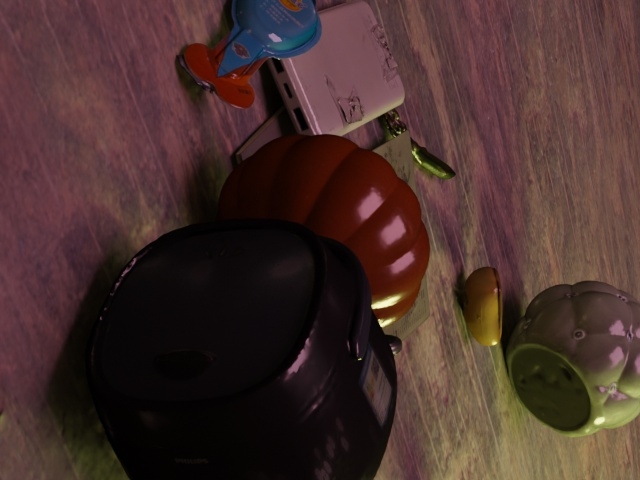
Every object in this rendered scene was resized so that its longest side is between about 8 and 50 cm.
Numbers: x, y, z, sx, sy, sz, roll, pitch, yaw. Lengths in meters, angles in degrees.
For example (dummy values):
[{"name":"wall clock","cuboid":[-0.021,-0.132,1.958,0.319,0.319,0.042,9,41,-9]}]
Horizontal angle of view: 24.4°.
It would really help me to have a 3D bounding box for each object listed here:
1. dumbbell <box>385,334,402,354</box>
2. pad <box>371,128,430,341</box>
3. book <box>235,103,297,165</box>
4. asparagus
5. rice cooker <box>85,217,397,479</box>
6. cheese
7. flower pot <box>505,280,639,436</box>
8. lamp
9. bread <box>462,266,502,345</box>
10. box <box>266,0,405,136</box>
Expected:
[{"name":"dumbbell","cuboid":[0.051,0.071,1.726,0.081,0.081,0.254,-24,108,-64]},{"name":"pad","cuboid":[0.100,0.002,1.899,0.159,0.009,0.265,-35,122,-57]},{"name":"book","cuboid":[-0.041,-0.073,1.624,0.181,0.014,0.127,-53,133,-55]},{"name":"asparagus","cuboid":[0.127,-0.127,1.982,0.236,0.027,0.034,37,73,-57]},{"name":"rice cooker","cuboid":[-0.061,0.122,1.282,0.224,0.267,0.267,64,33,-42]},{"name":"cheese","cuboid":[-0.066,-0.213,1.533,0.106,0.037,0.256,42,40,-6]},{"name":"flower pot","cuboid":[0.419,0.183,2.331,0.195,0.246,0.246,-35,121,-33]},{"name":"lamp","cuboid":[0.000,0.000,1.460,0.196,0.223,0.223,-51,133,-45]},{"name":"bread","cuboid":[0.235,0.096,2.155,0.082,0.056,0.115,-87,174,-60]},{"name":"box","cuboid":[0.021,-0.199,1.718,0.285,0.044,0.142,-33,103,-62]}]
